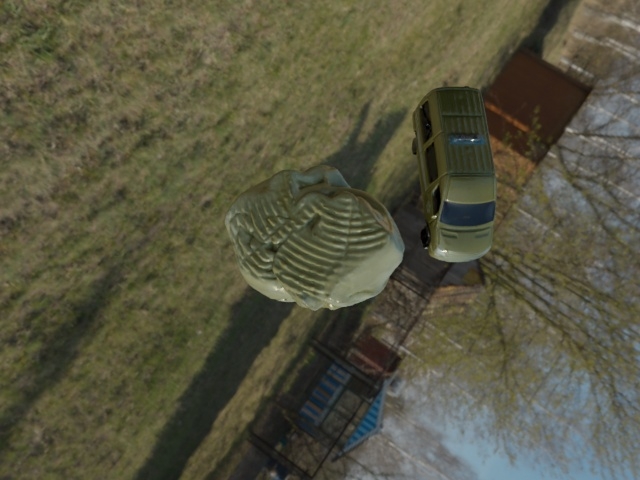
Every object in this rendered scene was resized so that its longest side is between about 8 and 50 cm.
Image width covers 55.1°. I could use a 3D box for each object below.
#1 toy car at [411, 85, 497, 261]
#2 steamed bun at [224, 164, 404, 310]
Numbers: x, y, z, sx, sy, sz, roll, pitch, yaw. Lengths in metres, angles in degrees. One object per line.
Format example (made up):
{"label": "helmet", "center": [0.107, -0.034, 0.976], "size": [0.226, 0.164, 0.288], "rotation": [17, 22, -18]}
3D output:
{"label": "toy car", "center": [0.206, -0.102, 0.930], "size": [0.124, 0.101, 0.256], "rotation": [112, -25, -70]}
{"label": "steamed bun", "center": [0.001, 0.003, 1.155], "size": [0.289, 0.275, 0.203], "rotation": [-22, 165, 10]}
